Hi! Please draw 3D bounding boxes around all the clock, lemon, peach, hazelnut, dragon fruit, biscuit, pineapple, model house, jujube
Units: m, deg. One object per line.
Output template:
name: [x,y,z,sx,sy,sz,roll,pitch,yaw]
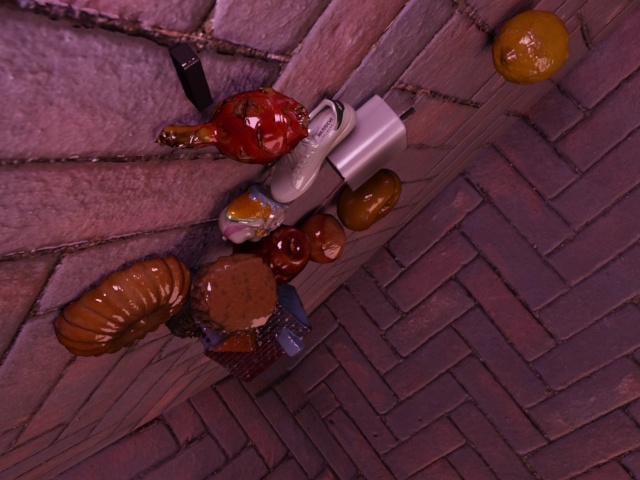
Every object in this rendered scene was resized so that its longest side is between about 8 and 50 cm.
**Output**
clock: [-0.159,-0.056,1.168,0.144,0.103,0.231,-50,166,12]
lemon: [0.576,-0.528,1.366,0.231,0.192,0.192,-26,162,-33]
peach: [0.168,-0.140,1.686,0.251,0.153,0.251,-37,174,-4]
hazelnut: [0.000,0.000,1.659,0.182,0.182,0.182,-37,167,-10]
dragon fruit: [-0.139,-0.178,0.799,0.246,0.125,0.125,-17,172,-24]
biscuit: [-0.442,0.165,1.163,0.326,0.107,0.325,-33,166,-9]
pineapple: [-0.244,0.143,1.264,0.202,0.201,0.362,-33,-174,-26]
model house: [-0.242,0.284,1.590,0.360,0.339,0.297,-42,169,17]
jujube: [-0.123,0.035,1.320,0.190,0.189,0.255,-32,-170,-28]

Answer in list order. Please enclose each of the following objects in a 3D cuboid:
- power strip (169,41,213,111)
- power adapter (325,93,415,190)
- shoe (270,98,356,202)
power strip: [-0.176,-0.223,0.689,0.029,0.038,0.111,-37,168,-12]
power adapter: [0.130,-0.256,1.232,0.255,0.124,0.187,-41,169,4]
shoe: [-0.036,-0.195,1.063,0.265,0.095,0.110,-51,165,12]
